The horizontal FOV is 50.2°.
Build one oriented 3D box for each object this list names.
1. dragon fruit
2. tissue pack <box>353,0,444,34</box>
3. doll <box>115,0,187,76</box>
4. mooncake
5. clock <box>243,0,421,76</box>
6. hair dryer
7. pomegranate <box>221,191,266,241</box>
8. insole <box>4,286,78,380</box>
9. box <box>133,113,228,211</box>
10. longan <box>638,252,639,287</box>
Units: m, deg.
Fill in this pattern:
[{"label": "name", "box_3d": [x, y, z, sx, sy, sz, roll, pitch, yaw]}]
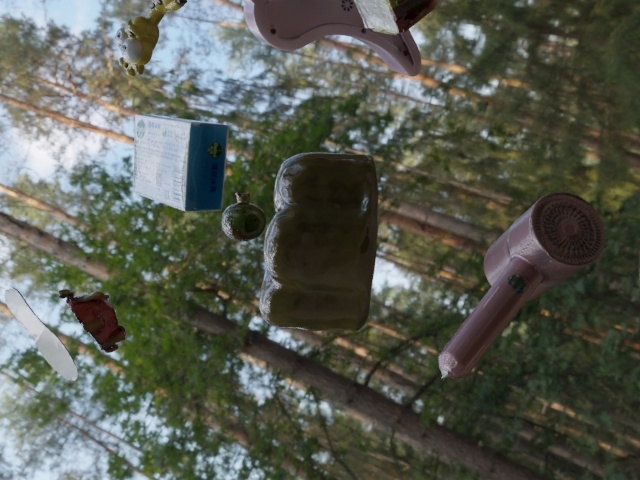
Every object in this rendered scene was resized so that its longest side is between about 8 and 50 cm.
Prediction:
[{"label": "dragon fruit", "box_3d": [-0.382, 0.130, 1.179, 0.068, 0.126, 0.112, -38, -15, -17]}, {"label": "tissue pack", "box_3d": [0.115, -0.350, 0.871, 0.149, 0.099, 0.106, -40, -53, -10]}, {"label": "doll", "box_3d": [-0.366, -0.487, 1.488, 0.086, 0.117, 0.291, 3, -44, -50]}, {"label": "mooncake", "box_3d": [0.000, 0.000, 1.666, 0.467, 0.262, 0.467, 6, -90, -89]}, {"label": "clock", "box_3d": [0.045, -0.361, 1.062, 0.275, 0.080, 0.290, -44, -63, 0]}, {"label": "hair dryer", "box_3d": [0.287, 0.092, 1.093, 0.352, 0.125, 0.210, -44, -9, -22]}, {"label": "pomegranate", "box_3d": [-0.215, -0.057, 1.909, 0.130, 0.130, 0.130, -46, -35, -46]}, {"label": "insole", "box_3d": [-0.464, 0.156, 1.133, 0.004, 0.197, 0.065, -28, -19, -53]}, {"label": "box", "box_3d": [-0.236, -0.131, 1.129, 0.073, 0.194, 0.139, -3, -76, -39]}, {"label": "longan", "box_3d": [0.558, 0.055, 0.796, 0.404, 0.336, 0.404, -11, -75, -48]}]
